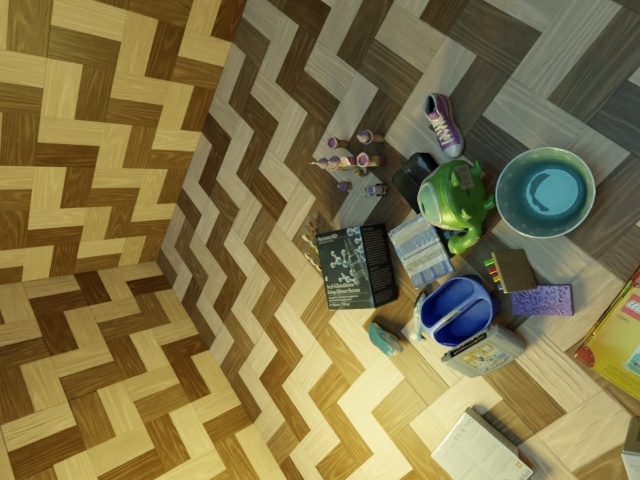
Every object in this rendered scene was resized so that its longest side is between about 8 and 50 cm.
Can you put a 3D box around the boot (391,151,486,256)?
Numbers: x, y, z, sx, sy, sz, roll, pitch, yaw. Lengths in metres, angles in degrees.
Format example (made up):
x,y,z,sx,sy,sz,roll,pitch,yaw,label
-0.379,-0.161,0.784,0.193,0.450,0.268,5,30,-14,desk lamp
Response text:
x,y,z,sx,sy,sz,roll,pitch,yaw,label
0.442,-0.110,1.791,0.367,0.146,0.445,-41,72,29,boot

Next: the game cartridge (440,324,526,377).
x,y,z,sx,sy,sz,roll,pitch,yaw,label
0.666,0.459,1.657,0.198,0.062,0.297,32,125,-16,game cartridge

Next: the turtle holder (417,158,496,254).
x,y,z,sx,sy,sz,roll,pitch,yaw,label
0.514,-0.138,1.551,0.320,0.243,0.227,50,147,-16,turtle holder

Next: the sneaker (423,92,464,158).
x,y,z,sx,sy,sz,roll,pitch,yaw,label
0.493,-0.472,1.686,0.102,0.161,0.282,-22,83,40,sneaker

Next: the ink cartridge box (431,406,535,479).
x,y,z,sx,sy,sz,roll,pitch,yaw,label
0.697,0.957,1.777,0.330,0.071,0.324,38,119,28,ink cartridge box

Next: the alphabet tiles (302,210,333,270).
x,y,z,sx,sy,sz,roll,pitch,yaw,label
0.000,0.000,2.109,0.021,0.284,0.278,-6,52,33,alphabet tiles

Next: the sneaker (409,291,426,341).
x,y,z,sx,sy,sz,roll,pitch,yaw,label
0.469,0.355,1.892,0.086,0.085,0.238,7,99,14,sneaker

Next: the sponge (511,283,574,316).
x,y,z,sx,sy,sz,roll,pitch,yaw,label
0.845,0.228,1.560,0.210,0.031,0.117,-6,91,43,sponge

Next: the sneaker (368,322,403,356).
x,y,z,sx,sy,sz,roll,pitch,yaw,label
0.319,0.493,2.038,0.228,0.092,0.088,45,128,51,sneaker

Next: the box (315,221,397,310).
x,y,z,sx,sy,sz,roll,pitch,yaw,label
0.177,0.131,2.023,0.293,0.211,0.396,-12,87,43,box

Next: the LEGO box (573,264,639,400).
x,y,z,sx,sy,sz,roll,pitch,yaw,label
1.122,0.345,1.219,0.500,0.193,0.373,38,120,32,LEGO box

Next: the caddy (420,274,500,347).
x,y,z,sx,sy,sz,roll,pitch,yaw,label
0.577,0.295,1.711,0.241,0.179,0.341,54,127,23,caddy

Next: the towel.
x,y,z,sx,sy,sz,roll,pitch,yaw,label
0.421,0.041,1.717,0.209,0.034,0.285,-35,70,37,towel

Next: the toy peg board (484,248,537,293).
x,y,z,sx,sy,sz,roll,pitch,yaw,label
0.721,0.124,1.567,0.079,0.161,0.161,137,126,-60,toy peg board

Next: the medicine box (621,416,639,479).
x,y,z,sx,sy,sz,roll,pitch,yaw,label
1.081,0.750,1.269,0.149,0.263,0.290,-18,84,42,medicine box

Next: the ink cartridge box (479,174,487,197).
x,y,z,sx,sy,sz,roll,pitch,yaw,label
0.609,-0.232,1.653,0.061,0.104,0.182,-21,83,41,ink cartridge box

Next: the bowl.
x,y,z,sx,sy,sz,roll,pitch,yaw,label
0.805,-0.169,1.448,0.311,0.163,0.312,7,100,40,bowl

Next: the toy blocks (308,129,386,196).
x,y,z,sx,sy,sz,roll,pitch,yaw,label
0.134,-0.360,1.955,0.288,0.260,0.309,2,98,41,toy blocks
